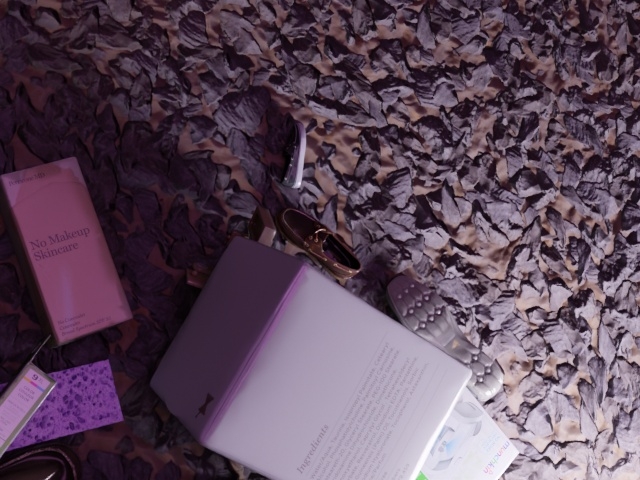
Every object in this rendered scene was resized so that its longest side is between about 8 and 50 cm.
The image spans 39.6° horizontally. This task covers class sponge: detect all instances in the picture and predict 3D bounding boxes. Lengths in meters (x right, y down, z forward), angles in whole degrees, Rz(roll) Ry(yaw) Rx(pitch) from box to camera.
[{"bbox_3d":[-0.466,0.291,1.583,0.210,0.031,0.117,-11,83,-25],"label":"sponge"}]

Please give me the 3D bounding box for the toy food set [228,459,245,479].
[{"bbox_3d":[-0.150,0.390,1.713,0.078,0.019,0.122,-24,90,-27],"label":"toy food set"}]

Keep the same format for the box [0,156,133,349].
[{"bbox_3d":[-0.462,0.023,1.592,0.148,0.121,0.311,-20,88,-26],"label":"box"}]

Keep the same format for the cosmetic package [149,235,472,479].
[{"bbox_3d":[-0.024,0.243,1.565,0.393,0.329,0.327,33,84,-26],"label":"cosmetic package"}]

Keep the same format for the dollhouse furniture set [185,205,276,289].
[{"bbox_3d":[-0.177,0.009,1.714,0.123,0.144,0.151,21,107,-19],"label":"dollhouse furniture set"}]

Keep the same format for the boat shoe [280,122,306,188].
[{"bbox_3d":[-0.059,-0.180,1.862,0.040,0.049,0.142,8,78,-22],"label":"boat shoe"}]

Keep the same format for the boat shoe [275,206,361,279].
[{"bbox_3d":[0.000,0.000,1.837,0.207,0.073,0.073,38,67,-12],"label":"boat shoe"}]

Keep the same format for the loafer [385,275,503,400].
[{"bbox_3d":[0.252,0.213,1.891,0.112,0.111,0.319,-35,77,-21],"label":"loafer"}]

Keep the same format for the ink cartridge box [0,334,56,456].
[{"bbox_3d":[-0.503,0.264,1.493,0.062,0.109,0.209,39,66,-13],"label":"ink cartridge box"}]

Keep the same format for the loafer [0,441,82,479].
[{"bbox_3d":[-0.553,0.458,1.452,0.366,0.130,0.134,-30,92,-27],"label":"loafer"}]

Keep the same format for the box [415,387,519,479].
[{"bbox_3d":[0.232,0.442,1.821,0.262,0.127,0.231,-41,95,-27],"label":"box"}]
